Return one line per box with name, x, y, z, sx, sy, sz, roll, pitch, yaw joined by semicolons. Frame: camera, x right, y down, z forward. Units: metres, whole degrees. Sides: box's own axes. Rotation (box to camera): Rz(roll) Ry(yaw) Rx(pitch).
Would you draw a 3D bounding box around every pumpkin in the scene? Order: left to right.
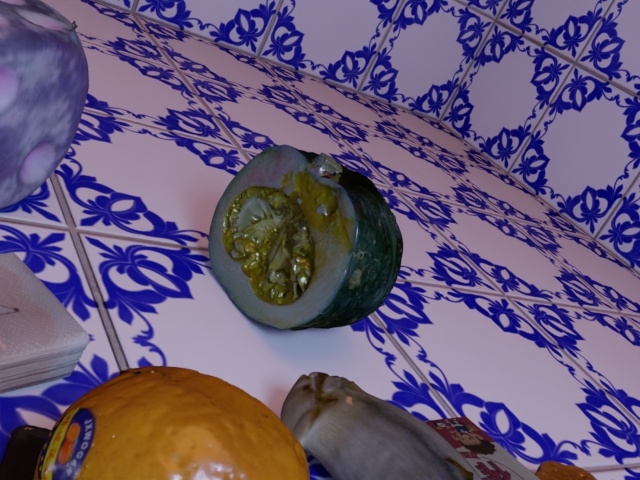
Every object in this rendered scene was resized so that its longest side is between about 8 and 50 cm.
pumpkin;0.000;0.000;1.097;0.197;0.263;0.293;8;31;-48

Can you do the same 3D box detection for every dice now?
dice;-0.500;-0.209;0.958;0.270;0.271;0.270;32;22;12

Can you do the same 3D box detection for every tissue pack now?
tissue pack;-0.404;0.090;0.673;0.170;0.071;0.325;41;25;26

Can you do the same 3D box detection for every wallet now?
wallet;-0.245;0.225;0.626;0.082;0.018;0.156;21;23;-18

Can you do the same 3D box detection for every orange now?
orange;-0.116;0.203;0.573;0.219;0.219;0.192;17;64;-25

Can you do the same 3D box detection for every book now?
book;0.192;0.292;0.891;0.162;0.022;0.232;2;19;-31

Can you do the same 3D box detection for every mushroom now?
mushroom;0.088;0.277;0.748;0.178;0.126;0.397;-13;35;-18

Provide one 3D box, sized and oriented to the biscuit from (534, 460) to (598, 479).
biscuit;0.278;0.368;0.852;0.334;0.047;0.202;-5;30;-45
